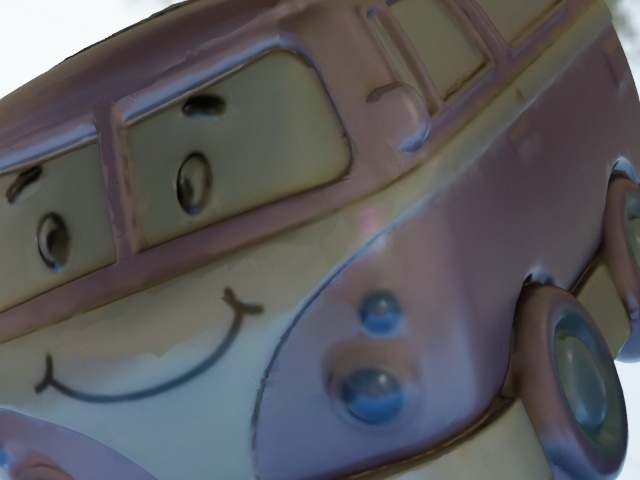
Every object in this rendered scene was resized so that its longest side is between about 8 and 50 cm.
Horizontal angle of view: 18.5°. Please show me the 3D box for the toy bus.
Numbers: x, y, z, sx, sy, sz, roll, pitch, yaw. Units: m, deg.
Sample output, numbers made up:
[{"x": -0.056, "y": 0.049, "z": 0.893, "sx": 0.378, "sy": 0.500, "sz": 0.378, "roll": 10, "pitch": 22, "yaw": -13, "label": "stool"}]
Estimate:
[{"x": 0.000, "y": 0.000, "z": 0.506, "sx": 0.142, "sy": 0.142, "sz": 0.202, "roll": -19, "pitch": -169, "yaw": 26, "label": "toy bus"}]
